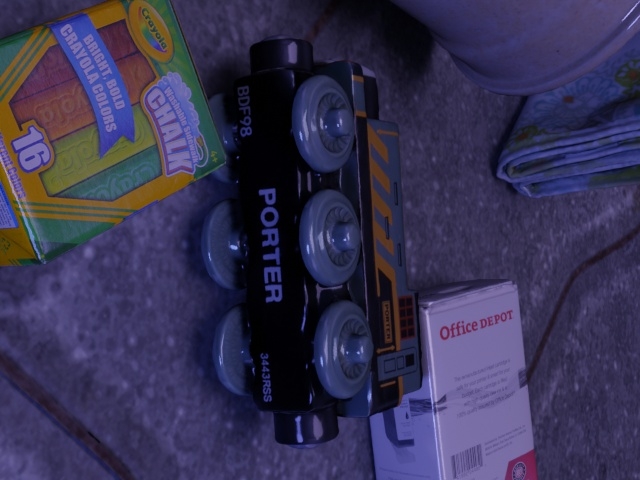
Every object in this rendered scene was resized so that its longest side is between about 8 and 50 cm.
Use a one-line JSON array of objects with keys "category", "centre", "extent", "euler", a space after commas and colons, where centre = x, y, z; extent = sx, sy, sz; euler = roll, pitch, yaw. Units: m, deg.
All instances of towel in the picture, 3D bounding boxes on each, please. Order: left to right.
[{"category": "towel", "centre": [0.392, -0.205, 1.117], "extent": [0.090, 0.320, 0.374], "euler": [52, 55, -28]}]

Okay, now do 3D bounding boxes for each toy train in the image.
[{"category": "toy train", "centre": [0.000, 0.000, 0.845], "extent": [0.190, 0.142, 0.334], "euler": [-2, 87, -58]}]

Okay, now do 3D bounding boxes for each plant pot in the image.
[{"category": "plant pot", "centre": [0.111, -0.334, 0.871], "extent": [0.305, 0.334, 0.334], "euler": [17, 75, -32]}]

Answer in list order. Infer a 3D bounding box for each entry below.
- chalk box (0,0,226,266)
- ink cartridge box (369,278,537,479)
[{"category": "chalk box", "centre": [-0.161, -0.085, 0.677], "extent": [0.213, 0.132, 0.132], "euler": [-36, 113, -41]}, {"category": "ink cartridge box", "centre": [0.127, 0.155, 0.986], "extent": [0.158, 0.092, 0.218], "euler": [-9, 96, -46]}]
